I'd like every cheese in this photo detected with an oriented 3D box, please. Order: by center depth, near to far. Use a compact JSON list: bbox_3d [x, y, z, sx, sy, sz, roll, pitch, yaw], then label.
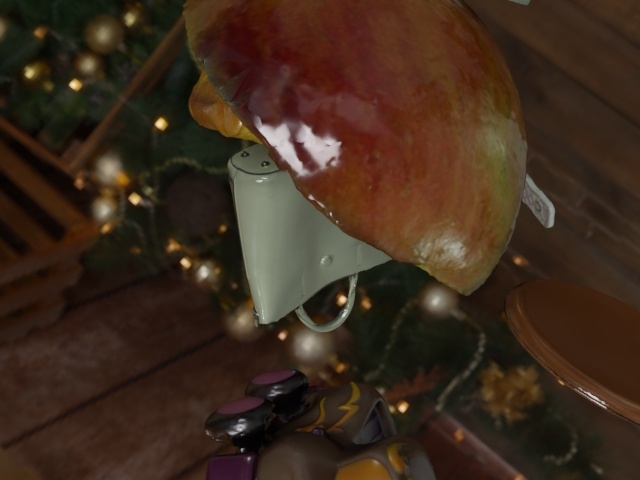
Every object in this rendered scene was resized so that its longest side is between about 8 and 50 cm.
[{"bbox_3d":[0.276,-0.105,1.803,0.050,0.255,0.127,-14,129,-16],"label":"cheese"}]

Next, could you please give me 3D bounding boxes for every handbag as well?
[{"bbox_3d":[0.000,0.000,1.679,0.241,0.109,0.315,-27,119,-24],"label":"handbag"}]

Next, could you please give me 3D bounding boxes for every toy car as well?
[{"bbox_3d":[0.026,0.284,1.398,0.240,0.271,0.341,-9,-170,19],"label":"toy car"}]

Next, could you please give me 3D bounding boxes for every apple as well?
[{"bbox_3d":[0.032,-0.122,1.025,0.254,0.346,0.179,-23,149,-18],"label":"apple"}]

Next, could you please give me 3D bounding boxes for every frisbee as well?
[{"bbox_3d":[0.300,0.113,1.253,0.251,0.251,0.021,-24,145,-59],"label":"frisbee"}]

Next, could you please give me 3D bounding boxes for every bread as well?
[{"bbox_3d":[-0.085,-0.165,1.391,0.245,0.094,0.102,-145,-111,-70],"label":"bread"}]

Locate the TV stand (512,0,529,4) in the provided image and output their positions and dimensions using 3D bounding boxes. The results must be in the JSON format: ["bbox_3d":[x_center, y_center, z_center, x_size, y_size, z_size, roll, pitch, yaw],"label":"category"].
[{"bbox_3d":[0.265,-0.418,1.466,0.088,0.083,0.269,6,126,-40],"label":"TV stand"}]
